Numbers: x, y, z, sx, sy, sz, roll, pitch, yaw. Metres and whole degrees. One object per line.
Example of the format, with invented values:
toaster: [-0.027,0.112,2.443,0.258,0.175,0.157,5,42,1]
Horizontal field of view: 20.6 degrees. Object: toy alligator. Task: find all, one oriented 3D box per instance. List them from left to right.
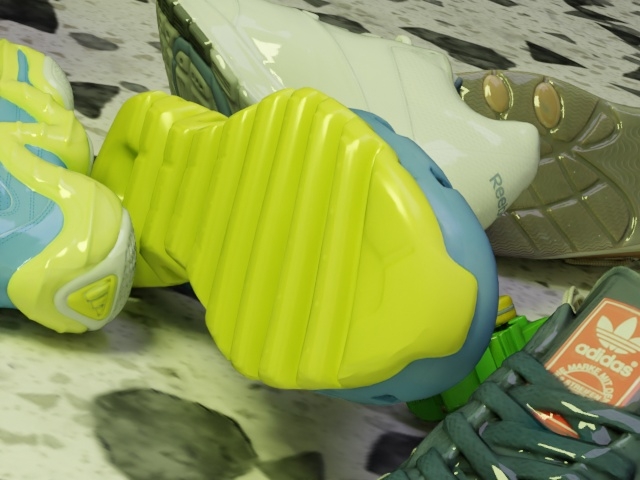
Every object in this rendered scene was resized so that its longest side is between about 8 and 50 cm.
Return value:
toy alligator: [0.084,0.059,0.882,0.051,0.056,0.189,-19,2,28]

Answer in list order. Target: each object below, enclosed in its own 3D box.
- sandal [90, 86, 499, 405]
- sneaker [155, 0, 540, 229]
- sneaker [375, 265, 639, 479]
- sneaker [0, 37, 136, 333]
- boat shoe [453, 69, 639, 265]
sandal: [0.000,0.000,0.810,0.138,0.126,0.317,19,4,-27]
sneaker: [0.006,-0.078,1.050,0.129,0.111,0.297,-30,51,-26]
sneaker: [0.082,0.087,0.649,0.131,0.148,0.350,30,23,32]
sneaker: [-0.180,-0.040,0.858,0.126,0.091,0.240,5,24,-31]
boat shoe: [0.169,-0.034,1.145,0.324,0.123,0.116,7,-13,-9]
